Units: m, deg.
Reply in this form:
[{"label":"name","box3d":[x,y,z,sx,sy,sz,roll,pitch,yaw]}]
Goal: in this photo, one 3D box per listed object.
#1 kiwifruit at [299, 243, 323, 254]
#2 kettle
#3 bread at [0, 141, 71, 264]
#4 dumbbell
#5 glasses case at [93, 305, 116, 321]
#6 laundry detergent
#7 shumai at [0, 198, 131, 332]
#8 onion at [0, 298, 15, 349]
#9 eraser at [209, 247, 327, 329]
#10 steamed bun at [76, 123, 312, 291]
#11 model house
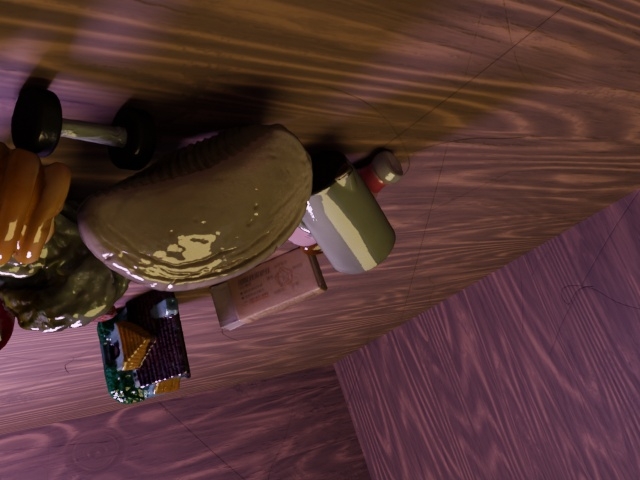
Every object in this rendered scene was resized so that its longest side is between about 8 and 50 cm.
[{"label":"kiwifruit","box3d":[0.000,0.000,1.787,0.124,0.075,0.075,-16,161,2]},{"label":"kettle","box3d":[0.018,-0.064,1.410,0.240,0.165,0.255,0,141,38]},{"label":"bread","box3d":[-0.510,-0.072,0.849,0.311,0.121,0.173,21,112,-17]},{"label":"dumbbell","box3d":[-0.354,-0.165,0.965,0.191,0.100,0.100,2,151,-48]},{"label":"glasses case","box3d":[-0.640,0.186,1.714,0.073,0.049,0.194,-26,160,21]},{"label":"laundry detergent","box3d":[0.050,-0.100,1.541,0.335,0.088,0.159,-34,147,33]},{"label":"shumai","box3d":[-0.503,-0.012,1.165,0.309,0.304,0.263,-10,132,20]},{"label":"onion","box3d":[-0.739,0.112,1.280,0.271,0.195,0.272,3,132,4]},{"label":"eraser","box3d":[-0.159,0.147,1.924,0.343,0.144,0.078,-23,162,12]},{"label":"steamed bun","box3d":[-0.199,-0.036,1.089,0.383,0.236,0.247,-28,-161,-20]},{"label":"model house","box3d":[-0.475,0.296,1.817,0.230,0.281,0.248,-5,162,-38]}]
